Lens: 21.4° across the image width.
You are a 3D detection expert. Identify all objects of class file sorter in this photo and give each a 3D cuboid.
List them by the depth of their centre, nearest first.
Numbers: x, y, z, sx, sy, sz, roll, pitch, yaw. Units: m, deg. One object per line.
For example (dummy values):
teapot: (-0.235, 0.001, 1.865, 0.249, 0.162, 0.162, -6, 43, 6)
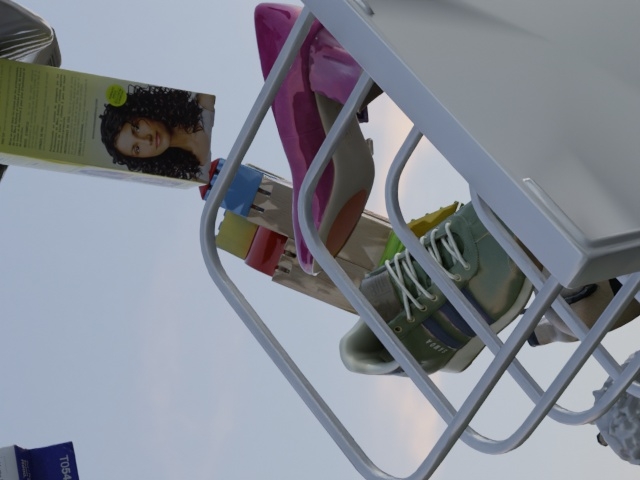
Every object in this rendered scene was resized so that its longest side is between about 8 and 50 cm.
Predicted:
file sorter: (0.113, -0.018, 0.818, 0.278, 0.193, 0.173, -11, -39, -42)

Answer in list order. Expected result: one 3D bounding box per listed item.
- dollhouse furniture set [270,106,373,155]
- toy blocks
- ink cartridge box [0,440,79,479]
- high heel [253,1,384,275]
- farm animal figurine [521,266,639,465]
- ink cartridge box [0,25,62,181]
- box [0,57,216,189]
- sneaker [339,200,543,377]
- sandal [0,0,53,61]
dollhouse furniture set: (0.005, -0.142, 1.746, 0.081, 0.114, 0.091, 125, 147, -59)
toy blocks: (0.000, 0.000, 1.833, 0.381, 0.261, 0.190, 1, -69, -82)
ink cartridge box: (-0.360, 0.338, 1.825, 0.045, 0.224, 0.223, 110, 148, -72)
high heel: (-0.018, -0.083, 1.424, 0.082, 0.117, 0.244, -43, -28, -39)
farm animal figurine: (0.282, -0.026, 1.403, 0.327, 0.172, 0.330, -43, -78, -27)
ink cartridge box: (-0.456, -0.165, 1.650, 0.069, 0.371, 0.175, 88, -161, -56)
box: (-0.210, -0.102, 1.483, 0.232, 0.058, 0.087, 6, -98, -26)
sneaker: (0.067, 0.032, 1.024, 0.192, 0.086, 0.064, 116, 143, -54)
sandal: (-0.314, -0.207, 1.389, 0.076, 0.102, 0.265, 69, -167, 14)
